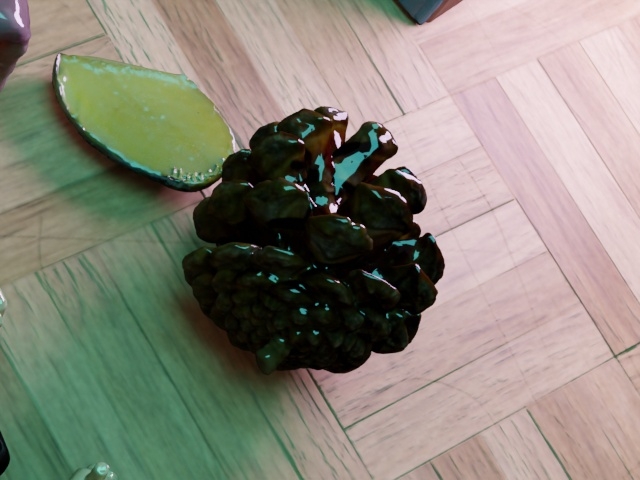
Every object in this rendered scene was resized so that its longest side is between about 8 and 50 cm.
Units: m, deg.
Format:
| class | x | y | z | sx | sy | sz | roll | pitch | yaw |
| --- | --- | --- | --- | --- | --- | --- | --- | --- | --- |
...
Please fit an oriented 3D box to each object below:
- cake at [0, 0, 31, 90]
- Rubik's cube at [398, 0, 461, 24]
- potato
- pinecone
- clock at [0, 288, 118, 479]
| class | x | y | z | sx | sy | sz | roll | pitch | yaw |
| --- | --- | --- | --- | --- | --- | --- | --- | --- | --- |
| cake | -0.431 | -0.228 | 1.741 | 0.309 | 0.237 | 0.230 | 0 | 66 | -27 |
| Rubik's cube | 0.154 | -0.412 | 2.117 | 0.221 | 0.224 | 0.231 | -36 | 85 | -34 |
| potato | -0.179 | -0.115 | 1.916 | 0.198 | 0.054 | 0.119 | 23 | 62 | -8 |
| pinecone | 0.000 | 0.000 | 1.841 | 0.244 | 0.244 | 0.309 | 21 | 47 | -15 |
| clock | -0.314 | 0.201 | 1.658 | 0.276 | 0.120 | 0.379 | -26 | 78 | -28 |
